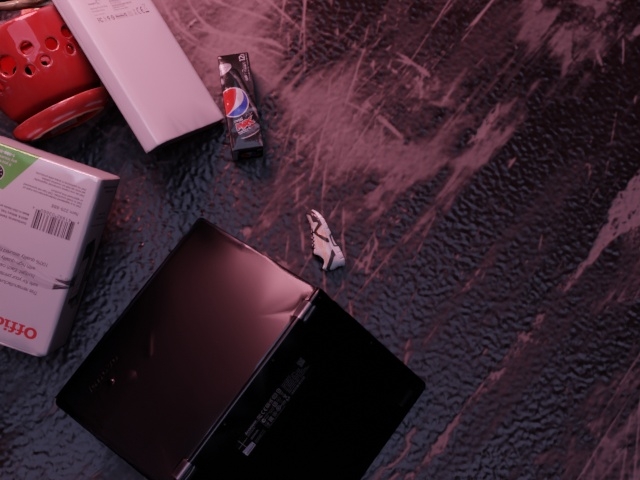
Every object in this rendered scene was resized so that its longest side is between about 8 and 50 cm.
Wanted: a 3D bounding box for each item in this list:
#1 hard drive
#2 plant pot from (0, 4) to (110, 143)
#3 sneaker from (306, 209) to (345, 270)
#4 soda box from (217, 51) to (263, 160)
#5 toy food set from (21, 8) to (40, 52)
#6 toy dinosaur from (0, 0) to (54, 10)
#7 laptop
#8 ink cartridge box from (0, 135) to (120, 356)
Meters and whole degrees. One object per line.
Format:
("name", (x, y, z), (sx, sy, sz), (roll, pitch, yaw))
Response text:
("hard drive", (-0.293, -0.298, 1.779), (0.040, 0.203, 0.308), (-30, 92, 31))
("plant pot", (-0.437, -0.262, 1.778), (0.191, 0.191, 0.174), (-29, 94, -9))
("sneaker", (0.000, 0.000, 1.824), (0.043, 0.040, 0.109), (-26, 80, -6))
("soda box", (-0.133, -0.223, 1.855), (0.053, 0.060, 0.169), (-9, 78, -5))
("toy food set", (-0.477, -0.357, 1.885), (0.083, 0.020, 0.083), (-8, 78, -5))
("toy dinosaur", (-0.444, -0.403, 1.833), (0.268, 0.118, 0.064), (-4, 88, -14))
("laptop", (-0.124, 0.243, 1.775), (0.408, 0.236, 0.382), (42, 78, -23))
("ink cartridge box", (-0.460, 0.006, 1.716), (0.211, 0.121, 0.289), (20, 95, 2))
